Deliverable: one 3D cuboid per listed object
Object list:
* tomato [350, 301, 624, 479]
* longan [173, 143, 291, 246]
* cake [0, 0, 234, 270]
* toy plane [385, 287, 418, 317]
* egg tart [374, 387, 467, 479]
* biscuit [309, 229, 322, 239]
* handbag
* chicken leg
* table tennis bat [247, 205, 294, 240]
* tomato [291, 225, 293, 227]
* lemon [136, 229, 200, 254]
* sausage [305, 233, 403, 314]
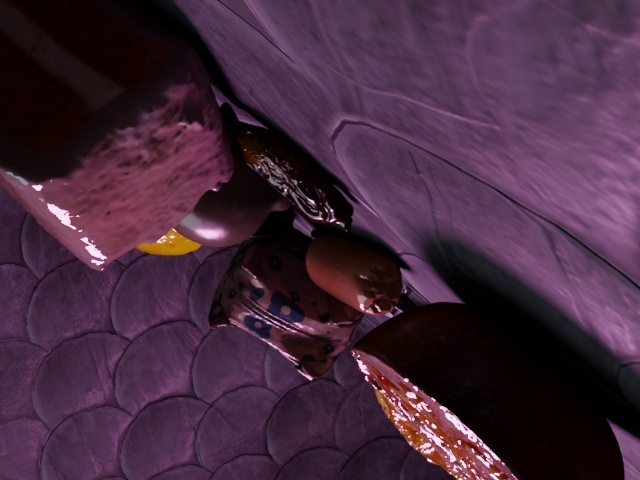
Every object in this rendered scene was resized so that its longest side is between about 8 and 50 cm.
[{"bbox_3d":[0.191,0.177,0.846,0.338,0.144,0.338,42,170,9],"label":"tomato"},{"bbox_3d":[-0.144,-0.071,1.223,0.204,0.159,0.185,3,-166,5],"label":"longan"},{"bbox_3d":[-0.272,-0.149,0.885,0.309,0.237,0.230,39,164,24],"label":"cake"},{"bbox_3d":[0.158,0.125,1.182,0.197,0.053,0.078,41,167,-2],"label":"toy plane"},{"bbox_3d":[0.241,0.299,1.298,0.351,0.153,0.339,31,161,30],"label":"egg tart"},{"bbox_3d":[0.000,0.000,1.444,0.046,0.016,0.089,43,174,-1],"label":"biscuit"},{"bbox_3d":[-0.049,0.102,1.341,0.251,0.190,0.193,29,-158,-1],"label":"handbag"},{"bbox_3d":[-0.046,-0.085,0.913,0.219,0.048,0.089,41,172,6],"label":"chicken leg"},{"bbox_3d":[-0.140,-0.066,1.354,0.220,0.130,0.019,33,137,29],"label":"table tennis bat"},{"bbox_3d":[-0.103,-0.033,1.494,0.139,0.091,0.159,43,-177,-2],"label":"tomato"},{"bbox_3d":[-0.331,-0.098,1.660,0.322,0.268,0.268,45,176,22],"label":"lemon"},{"bbox_3d":[0.041,0.044,1.140,0.086,0.086,0.289,43,174,-17],"label":"sausage"}]
